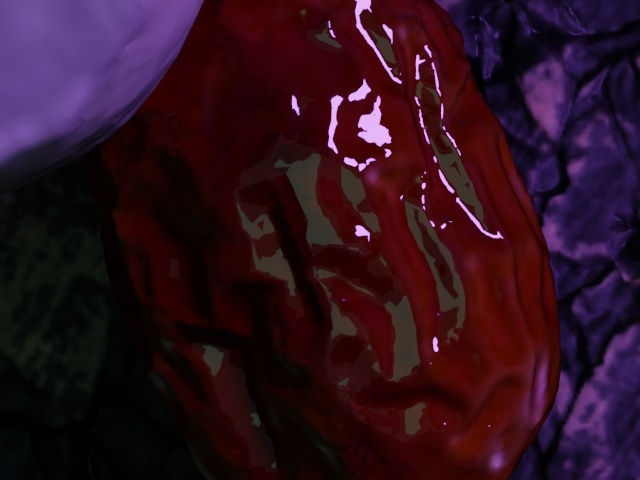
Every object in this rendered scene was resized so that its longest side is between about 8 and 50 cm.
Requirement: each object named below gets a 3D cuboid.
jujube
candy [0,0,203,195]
[{"bbox_3d":[0.000,0.000,0.774,0.174,0.174,0.250,-15,89,3],"label":"jujube"},{"bbox_3d":[-0.214,-0.195,0.654,0.386,0.186,0.427,-30,106,20],"label":"candy"}]
